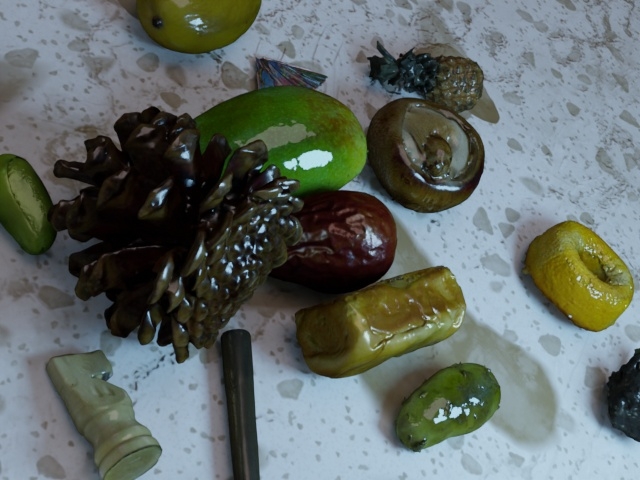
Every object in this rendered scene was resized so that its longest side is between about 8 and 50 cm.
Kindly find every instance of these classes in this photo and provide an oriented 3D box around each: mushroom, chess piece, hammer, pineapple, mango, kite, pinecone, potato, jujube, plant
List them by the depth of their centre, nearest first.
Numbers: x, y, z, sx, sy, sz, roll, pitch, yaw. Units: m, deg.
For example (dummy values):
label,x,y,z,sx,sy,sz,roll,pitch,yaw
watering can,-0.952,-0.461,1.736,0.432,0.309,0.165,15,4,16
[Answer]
label,x,y,z,sx,sy,sz,roll,pitch,yaw
chess piece,-0.306,0.236,1.386,0.090,0.090,0.200,-14,55,-39
pinecone,-0.236,-0.035,1.454,0.384,0.384,0.384,17,51,-22
hammer,-0.109,0.332,1.461,0.168,0.044,0.440,13,52,-27
mango,-0.454,-0.052,1.499,0.091,0.074,0.165,-13,79,-45
potato,0.215,0.279,1.674,0.225,0.090,0.117,-23,79,-34
jujube,0.000,0.000,1.678,0.255,0.190,0.190,6,54,-9
mango,-0.101,-0.158,1.720,0.382,0.201,0.225,-11,56,-23
plant,0.624,0.284,1.898,0.131,0.142,0.203,36,33,6
mango,-0.217,-0.458,1.900,0.195,0.142,0.332,52,44,4
mushroom,0.200,-0.169,1.948,0.253,0.153,0.253,15,53,-22
kite,-0.071,-0.292,1.961,0.183,0.014,0.241,42,46,-3
pineapple,0.222,-0.351,2.123,0.248,0.128,0.128,11,53,-21

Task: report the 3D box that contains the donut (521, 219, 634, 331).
label,x,y,z,sx,sy,sz,roll,pitch,yaw
donut,0.528,0.069,2.022,0.253,0.118,0.253,28,33,-20

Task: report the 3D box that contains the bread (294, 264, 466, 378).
label,x,y,z,sx,sy,sz,roll,pitch,yaw
bread,0.104,0.135,1.652,0.294,0.167,0.132,-10,72,-43
